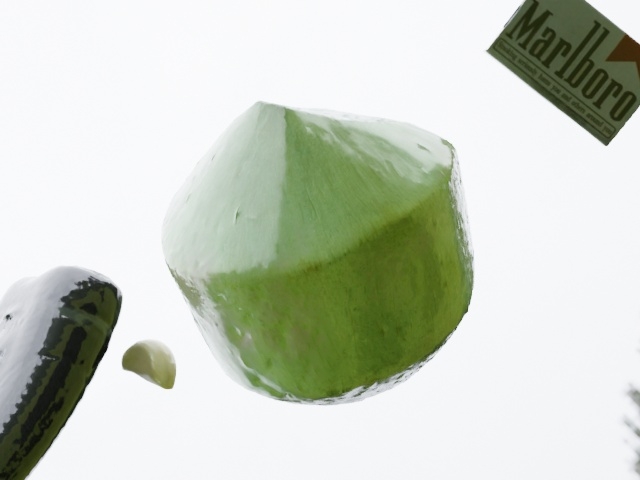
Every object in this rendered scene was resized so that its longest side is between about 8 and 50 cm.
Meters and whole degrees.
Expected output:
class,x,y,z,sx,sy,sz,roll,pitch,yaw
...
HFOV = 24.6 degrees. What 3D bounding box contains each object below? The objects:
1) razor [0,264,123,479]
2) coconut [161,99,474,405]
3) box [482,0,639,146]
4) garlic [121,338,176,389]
class,x,y,z,sx,sy,sz,roll,pitch,yaw
razor,-0.366,0.187,1.719,0.113,0.204,0.349,43,-123,-27
coconut,0.000,0.000,1.448,0.328,0.281,0.328,4,-54,5
box,0.284,-0.203,1.640,0.115,0.177,0.036,-52,5,2
garlic,-0.206,0.146,1.780,0.041,0.083,0.053,10,-87,-54
